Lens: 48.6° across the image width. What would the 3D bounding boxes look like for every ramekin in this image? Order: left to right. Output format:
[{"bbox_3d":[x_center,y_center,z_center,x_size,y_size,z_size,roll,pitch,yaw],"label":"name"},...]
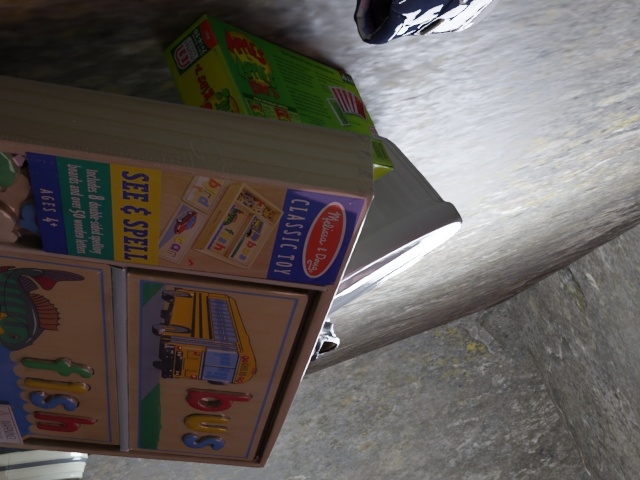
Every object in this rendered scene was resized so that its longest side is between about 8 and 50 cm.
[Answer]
[{"bbox_3d":[0.000,0.000,0.728,0.273,0.127,0.273,-30,171,-5],"label":"ramekin"}]

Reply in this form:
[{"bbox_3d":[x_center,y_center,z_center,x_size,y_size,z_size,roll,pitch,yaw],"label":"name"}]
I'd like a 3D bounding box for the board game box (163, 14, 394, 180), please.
[{"bbox_3d":[-0.022,-0.090,0.515,0.043,0.092,0.181,-32,162,28],"label":"board game box"}]

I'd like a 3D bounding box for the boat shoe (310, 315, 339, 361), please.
[{"bbox_3d":[-0.016,0.100,0.685,0.046,0.038,0.125,-34,170,15],"label":"boat shoe"}]

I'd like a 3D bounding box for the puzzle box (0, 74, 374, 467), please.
[{"bbox_3d":[-0.140,0.063,0.528,0.272,0.052,0.409,7,141,-9],"label":"puzzle box"}]

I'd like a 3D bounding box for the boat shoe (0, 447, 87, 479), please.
[{"bbox_3d":[-0.494,0.206,0.741,0.500,0.156,0.187,7,153,-40],"label":"boat shoe"}]

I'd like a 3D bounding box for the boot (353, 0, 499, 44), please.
[{"bbox_3d":[0.084,-0.177,0.416,0.086,0.069,0.190,-21,167,-20],"label":"boot"}]
